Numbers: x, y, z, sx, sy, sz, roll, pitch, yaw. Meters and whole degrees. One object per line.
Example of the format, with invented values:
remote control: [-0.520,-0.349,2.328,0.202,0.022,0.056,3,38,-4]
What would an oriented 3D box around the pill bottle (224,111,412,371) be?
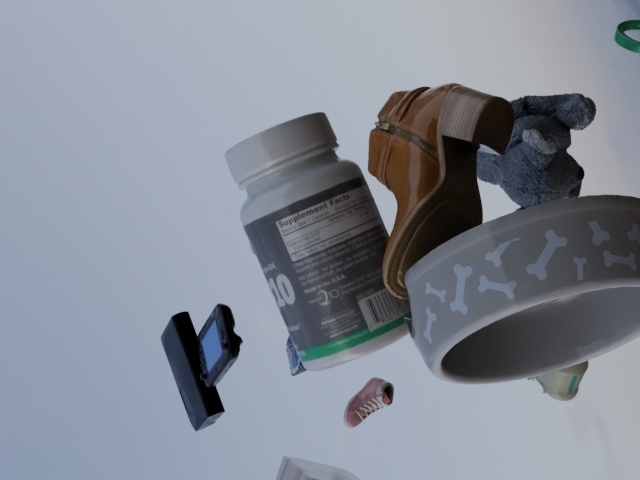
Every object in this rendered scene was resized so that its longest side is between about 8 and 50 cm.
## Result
pill bottle: [0.000,0.000,1.406,0.361,0.204,0.204,67,-157,0]

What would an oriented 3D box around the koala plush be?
koala plush: [0.336,-0.117,1.446,0.221,0.203,0.196,-77,-9,-60]

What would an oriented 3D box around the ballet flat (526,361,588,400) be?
ballet flat: [0.332,0.183,1.369,0.248,0.086,0.086,-112,-3,-83]

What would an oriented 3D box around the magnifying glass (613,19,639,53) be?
magnifying glass: [0.589,-0.347,1.517,0.092,0.231,0.026,54,147,43]

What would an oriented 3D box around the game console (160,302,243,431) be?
game console: [-0.218,0.211,1.698,0.044,0.361,0.213,-14,-110,-28]

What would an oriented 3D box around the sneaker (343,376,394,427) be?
sneaker: [0.109,0.352,1.970,0.134,0.070,0.051,-48,-61,-27]

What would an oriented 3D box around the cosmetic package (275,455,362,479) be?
cosmetic package: [-0.001,0.452,1.486,0.296,0.129,0.153,143,142,-77]

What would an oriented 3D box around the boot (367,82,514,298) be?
boot: [0.112,-0.076,1.181,0.109,0.220,0.283,21,-89,-33]

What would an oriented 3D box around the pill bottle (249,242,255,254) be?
pill bottle: [-0.033,-0.005,1.727,0.112,0.187,0.112,5,-90,-71]

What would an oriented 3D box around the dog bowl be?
dog bowl: [0.268,0.076,1.116,0.349,0.349,0.102,30,-140,-55]

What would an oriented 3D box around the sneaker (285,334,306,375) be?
sneaker: [-0.041,0.235,1.926,0.211,0.080,0.081,144,105,-78]
